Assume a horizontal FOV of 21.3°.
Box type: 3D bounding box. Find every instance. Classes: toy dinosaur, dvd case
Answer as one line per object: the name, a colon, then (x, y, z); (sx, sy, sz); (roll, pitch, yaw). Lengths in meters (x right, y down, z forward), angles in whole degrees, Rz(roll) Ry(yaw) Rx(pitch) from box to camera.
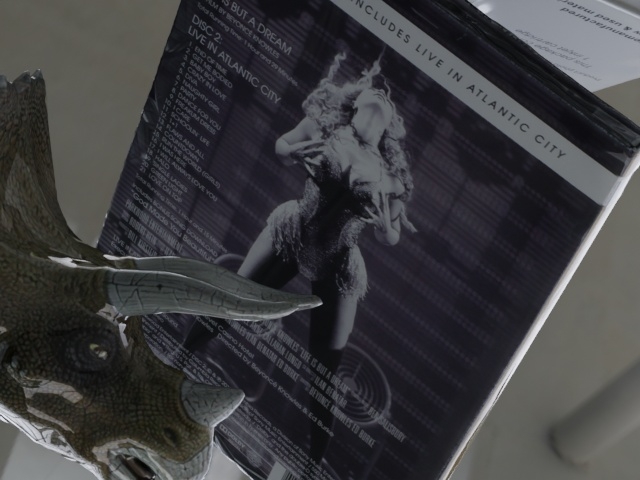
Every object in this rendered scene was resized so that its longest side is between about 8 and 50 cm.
toy dinosaur: (-0.168, -0.021, 0.402); (0.313, 0.160, 0.121); (35, -166, -32)
dvd case: (0.000, 0.000, 0.591); (0.164, 0.221, 0.018); (39, -138, 18)

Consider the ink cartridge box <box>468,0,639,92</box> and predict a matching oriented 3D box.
ink cartridge box: (0.058, -0.131, 0.637); (0.093, 0.212, 0.154); (19, -106, -28)
